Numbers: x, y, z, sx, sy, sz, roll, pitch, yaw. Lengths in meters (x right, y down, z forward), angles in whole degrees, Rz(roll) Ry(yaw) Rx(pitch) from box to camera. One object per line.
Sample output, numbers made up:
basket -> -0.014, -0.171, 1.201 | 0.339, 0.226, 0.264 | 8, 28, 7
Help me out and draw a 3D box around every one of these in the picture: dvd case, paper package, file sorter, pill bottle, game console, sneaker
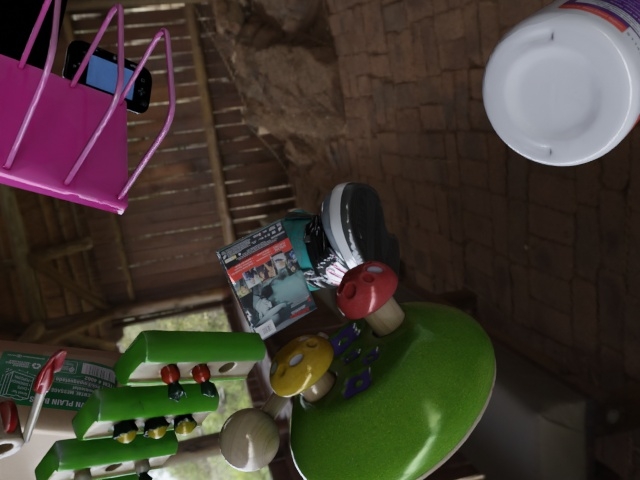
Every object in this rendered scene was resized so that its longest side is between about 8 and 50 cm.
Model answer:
dvd case -> -0.061, 0.047, 0.726 | 0.013, 0.087, 0.120 | 7, 123, 62
paper package -> -0.447, 0.293, 0.845 | 0.168, 0.324, 0.310 | -110, 37, -55
file sorter -> -0.335, -0.196, 0.724 | 0.182, 0.290, 0.202 | -44, 45, 35
pill bottle -> 0.214, -0.142, 0.477 | 0.108, 0.193, 0.108 | 26, 134, 30
game console -> -0.484, -0.363, 1.233 | 0.043, 0.361, 0.213 | 13, 90, 38
sneaker -> 0.000, 0.000, 0.838 | 0.295, 0.178, 0.124 | 51, -137, -65

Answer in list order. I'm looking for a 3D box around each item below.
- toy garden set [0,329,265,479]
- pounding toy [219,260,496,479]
toy garden set -> -0.178, 0.160, 0.456 | 0.244, 0.203, 0.049 | -49, 54, 25
pounding toy -> 0.010, 0.095, 0.498 | 0.236, 0.183, 0.110 | -18, 117, 46
